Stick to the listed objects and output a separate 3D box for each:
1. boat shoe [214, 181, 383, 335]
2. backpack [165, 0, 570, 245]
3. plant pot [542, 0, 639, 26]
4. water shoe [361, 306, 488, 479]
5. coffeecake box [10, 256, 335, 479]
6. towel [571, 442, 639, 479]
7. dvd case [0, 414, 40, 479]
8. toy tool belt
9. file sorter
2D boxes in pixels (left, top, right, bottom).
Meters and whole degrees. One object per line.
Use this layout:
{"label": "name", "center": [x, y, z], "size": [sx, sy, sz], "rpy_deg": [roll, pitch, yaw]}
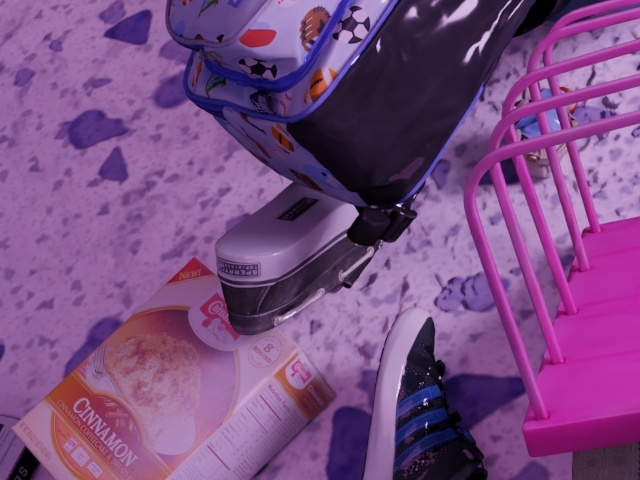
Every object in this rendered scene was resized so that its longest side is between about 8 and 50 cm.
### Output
{"label": "boat shoe", "center": [0.000, 0.000, 1.165], "size": [0.078, 0.070, 0.219], "rpy_deg": [13, 30, 35]}
{"label": "backpack", "center": [0.012, -0.158, 1.133], "size": [0.276, 0.213, 0.263], "rpy_deg": [-52, 20, -12]}
{"label": "plant pot", "center": [0.251, -0.310, 1.190], "size": [0.195, 0.290, 0.290], "rpy_deg": [-8, 40, -25]}
{"label": "water shoe", "center": [0.071, 0.140, 1.053], "size": [0.080, 0.073, 0.203], "rpy_deg": [7, 60, 7]}
{"label": "coffeecake box", "center": [-0.106, 0.123, 1.152], "size": [0.185, 0.068, 0.142], "rpy_deg": [-44, 46, -10]}
{"label": "towel", "center": [0.297, 0.156, 0.925], "size": [0.312, 0.056, 0.324], "rpy_deg": [-10, 53, 26]}
{"label": "dvd case", "center": [-0.342, 0.204, 1.246], "size": [0.238, 0.029, 0.179], "rpy_deg": [7, 58, 32]}
{"label": "toy tool belt", "center": [0.165, -0.091, 1.184], "size": [0.052, 0.051, 0.083], "rpy_deg": [8, 59, 33]}
{"label": "file sorter", "center": [0.216, -0.036, 0.938], "size": [0.202, 0.182, 0.291], "rpy_deg": [-12, 19, 21]}
